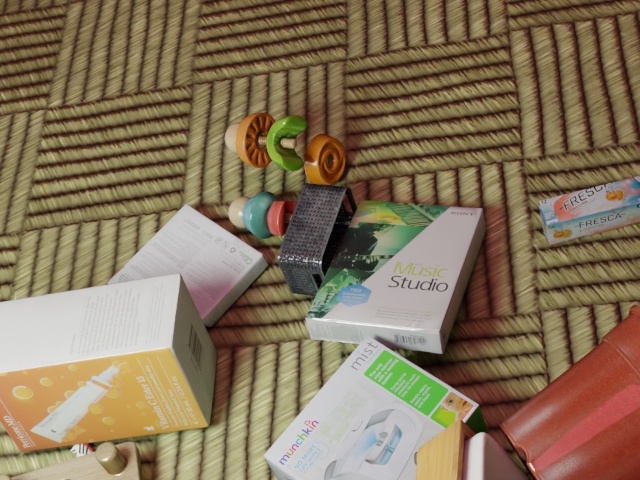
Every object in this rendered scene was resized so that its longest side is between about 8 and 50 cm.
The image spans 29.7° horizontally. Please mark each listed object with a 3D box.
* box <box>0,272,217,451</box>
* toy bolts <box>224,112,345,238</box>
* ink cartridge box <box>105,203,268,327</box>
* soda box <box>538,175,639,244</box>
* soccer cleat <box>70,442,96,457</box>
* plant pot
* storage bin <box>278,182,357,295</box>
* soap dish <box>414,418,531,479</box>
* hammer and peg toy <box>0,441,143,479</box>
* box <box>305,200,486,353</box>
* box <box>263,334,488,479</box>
[{"bbox_3d":[-0.372,0.208,2.031,0.345,0.215,0.168,-9,44,10],"label":"box"},{"bbox_3d":[-0.082,-0.115,2.257,0.158,0.218,0.228,8,89,37],"label":"toy bolts"},{"bbox_3d":[-0.246,0.064,2.221,0.223,0.045,0.224,33,70,34],"label":"ink cartridge box"},{"bbox_3d":[0.471,-0.052,2.078,0.183,0.063,0.058,-15,51,6],"label":"soda box"},{"bbox_3d":[-0.394,0.369,2.052,0.035,0.029,0.083,-46,51,-8],"label":"soccer cleat"},{"bbox_3d":[0.421,0.278,1.739,0.265,0.272,0.272,-34,52,1],"label":"plant pot"},{"bbox_3d":[0.000,0.000,2.145,0.084,0.122,0.180,7,57,21],"label":"storage bin"},{"bbox_3d":[0.214,0.434,1.703,0.118,0.229,0.291,-13,50,29],"label":"soap dish"},{"bbox_3d":[-0.450,0.474,1.924,0.361,0.127,0.266,-17,51,4],"label":"hammer and peg toy"},{"bbox_3d":[0.135,0.053,2.059,0.232,0.058,0.322,4,40,20],"label":"box"},{"bbox_3d":[0.089,0.321,1.880,0.231,0.127,0.262,32,69,31],"label":"box"}]
